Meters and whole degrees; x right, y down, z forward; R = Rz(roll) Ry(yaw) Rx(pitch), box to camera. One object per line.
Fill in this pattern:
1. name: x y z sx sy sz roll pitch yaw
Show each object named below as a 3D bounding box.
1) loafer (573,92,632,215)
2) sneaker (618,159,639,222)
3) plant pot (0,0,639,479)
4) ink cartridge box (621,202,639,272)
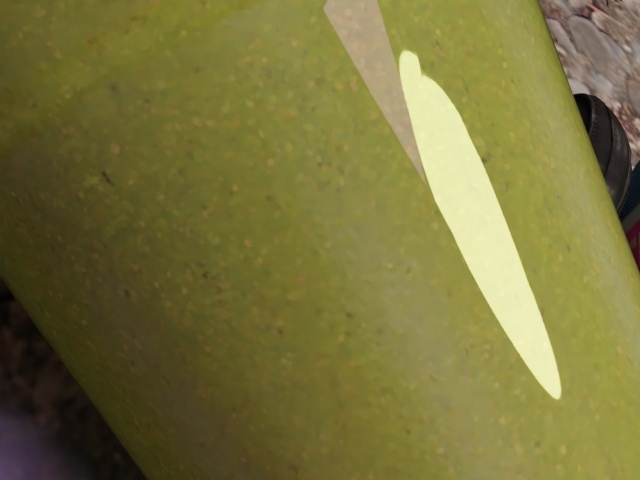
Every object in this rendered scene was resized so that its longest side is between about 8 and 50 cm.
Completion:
1. loafer: 0.123 -0.019 0.625 0.078 0.076 0.223 42 46 -17
2. sneaker: 0.274 0.088 0.631 0.208 0.127 0.319 20 59 -22
3. plant pot: 0.000 0.000 0.414 0.276 0.276 0.254 -28 90 -45
4. ink cartridge box: 0.159 0.122 0.437 0.065 0.186 0.311 5 68 -4
